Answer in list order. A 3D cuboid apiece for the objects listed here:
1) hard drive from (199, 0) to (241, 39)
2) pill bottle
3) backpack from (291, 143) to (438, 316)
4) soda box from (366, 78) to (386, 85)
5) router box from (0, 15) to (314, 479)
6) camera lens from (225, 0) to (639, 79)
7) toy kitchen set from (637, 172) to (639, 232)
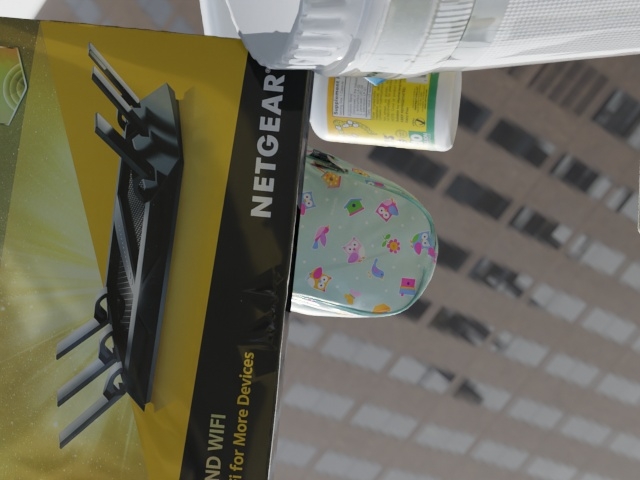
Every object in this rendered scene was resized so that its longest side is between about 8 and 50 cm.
[{"bbox_3d":[-0.037,-0.360,1.527,0.203,0.307,0.040,-17,-146,-16],"label":"hard drive"},{"bbox_3d":[0.055,-0.170,1.774,0.208,0.117,0.117,6,-168,10],"label":"pill bottle"},{"bbox_3d":[0.000,0.000,1.209,0.182,0.152,0.115,17,-176,-14],"label":"backpack"},{"bbox_3d":[0.049,-0.245,1.325,0.067,0.210,0.071,-30,-130,-26],"label":"soda box"},{"bbox_3d":[-0.138,0.025,0.924,0.243,0.308,0.081,5,177,2],"label":"router box"},{"bbox_3d":[0.093,-0.204,0.835,0.274,0.219,0.219,-7,-147,-18],"label":"camera lens"},{"bbox_3d":[0.436,-0.024,1.466,0.166,0.207,0.122,52,-146,-29],"label":"toy kitchen set"}]
